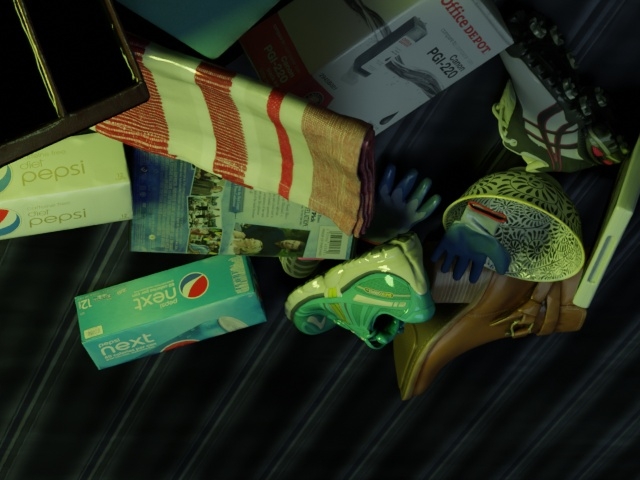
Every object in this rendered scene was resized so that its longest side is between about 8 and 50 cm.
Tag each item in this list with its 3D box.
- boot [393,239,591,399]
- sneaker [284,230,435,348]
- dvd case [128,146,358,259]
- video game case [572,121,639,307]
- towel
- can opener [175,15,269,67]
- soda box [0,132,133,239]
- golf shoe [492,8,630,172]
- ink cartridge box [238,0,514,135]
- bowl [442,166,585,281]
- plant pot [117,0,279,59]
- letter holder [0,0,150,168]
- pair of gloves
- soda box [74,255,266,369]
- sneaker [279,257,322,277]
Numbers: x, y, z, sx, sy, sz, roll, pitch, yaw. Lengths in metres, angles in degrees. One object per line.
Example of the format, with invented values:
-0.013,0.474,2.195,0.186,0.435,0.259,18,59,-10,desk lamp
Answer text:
0.212,0.097,2.275,0.220,0.109,0.283,0,131,-15,boot
0.044,0.077,2.118,0.107,0.110,0.275,-22,177,-28,sneaker
-0.077,-0.053,1.947,0.253,0.022,0.180,2,133,-6,dvd case
0.339,-0.050,2.039,0.023,0.201,0.183,21,143,5,video game case
-0.103,-0.109,1.683,0.329,0.037,0.237,22,163,10,towel
-0.122,-0.176,1.801,0.059,0.073,0.186,42,122,-7,can opener
-0.305,-0.052,1.879,0.216,0.074,0.069,-10,146,-8,soda box
0.233,-0.142,1.939,0.120,0.105,0.273,-20,146,20,golf shoe
0.057,-0.194,1.766,0.218,0.092,0.158,-35,149,11,ink cartridge box
0.232,-0.031,2.090,0.170,0.080,0.170,18,151,10,bowl
-0.138,-0.297,1.518,0.234,0.166,0.165,22,131,-38,plant pot
-0.300,-0.191,1.515,0.152,0.302,0.214,-27,108,-24,letter holder
0.130,-0.017,2.077,0.198,0.023,0.159,22,149,-1,pair of gloves
-0.174,0.081,2.128,0.210,0.067,0.071,-16,146,2,soda box
0.000,0.000,2.072,0.063,0.075,0.170,4,142,-26,sneaker
